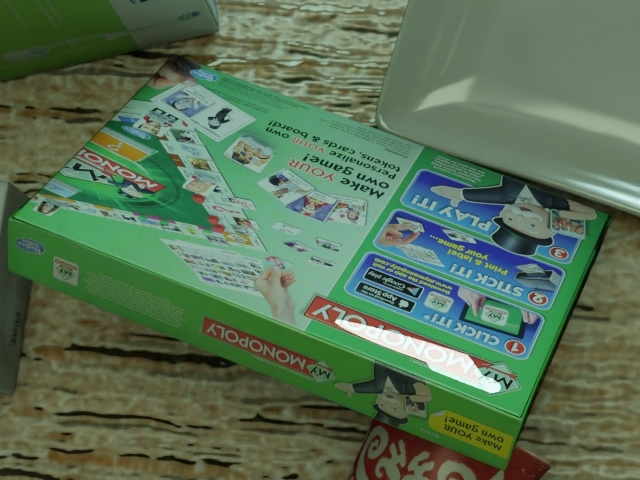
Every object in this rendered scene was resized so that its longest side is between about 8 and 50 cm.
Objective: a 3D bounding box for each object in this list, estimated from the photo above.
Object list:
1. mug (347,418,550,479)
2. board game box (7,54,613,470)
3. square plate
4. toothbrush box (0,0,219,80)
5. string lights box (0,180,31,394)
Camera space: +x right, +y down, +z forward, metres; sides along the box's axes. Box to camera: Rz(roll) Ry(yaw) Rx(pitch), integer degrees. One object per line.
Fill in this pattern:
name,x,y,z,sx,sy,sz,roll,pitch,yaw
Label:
mug,0.067,0.193,0.892,0.150,0.113,0.169,24,83,24
board game box,0.000,0.000,0.922,0.317,0.046,0.213,21,41,12
square plate,0.240,-0.181,0.939,0.347,0.049,0.344,21,103,18
toothbrush box,-0.228,-0.196,0.980,0.283,0.206,0.122,-11,74,5
string lights box,-0.330,0.023,1.002,0.260,0.077,0.133,4,77,8
